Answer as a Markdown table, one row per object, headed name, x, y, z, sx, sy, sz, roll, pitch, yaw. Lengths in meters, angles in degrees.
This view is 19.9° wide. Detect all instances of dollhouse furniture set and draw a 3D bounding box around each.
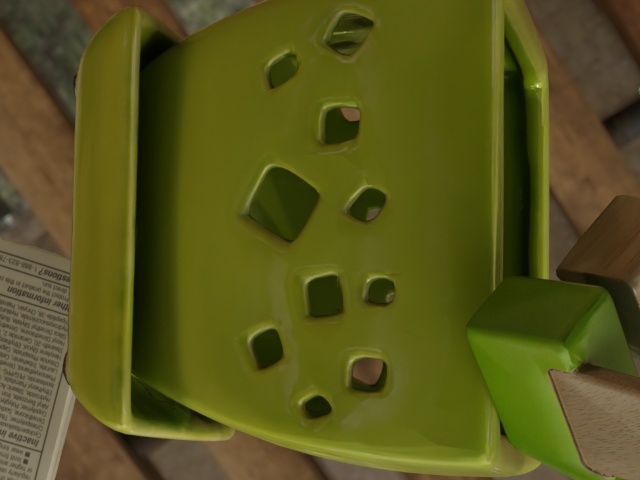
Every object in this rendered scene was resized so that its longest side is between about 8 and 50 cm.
| name | x | y | z | sx | sy | sz | roll | pitch | yaw |
| --- | --- | --- | --- | --- | --- | --- | --- | --- | --- |
| dollhouse furniture set | 0.227 | 0.014 | 0.793 | 0.151 | 0.197 | 0.301 | 17 | -126 | 41 |

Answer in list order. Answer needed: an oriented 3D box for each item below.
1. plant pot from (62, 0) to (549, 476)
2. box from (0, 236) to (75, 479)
| name | x | y | z | sx | sy | sz | roll | pitch | yaw |
| --- | --- | --- | --- | --- | --- | --- | --- | --- | --- |
| plant pot | 0.000 | 0.000 | 0.890 | 0.207 | 0.228 | 0.227 | -1 | 173 | 12 |
| box | -0.244 | 0.151 | 1.078 | 0.121 | 0.148 | 0.311 | -23 | -130 | 62 |
